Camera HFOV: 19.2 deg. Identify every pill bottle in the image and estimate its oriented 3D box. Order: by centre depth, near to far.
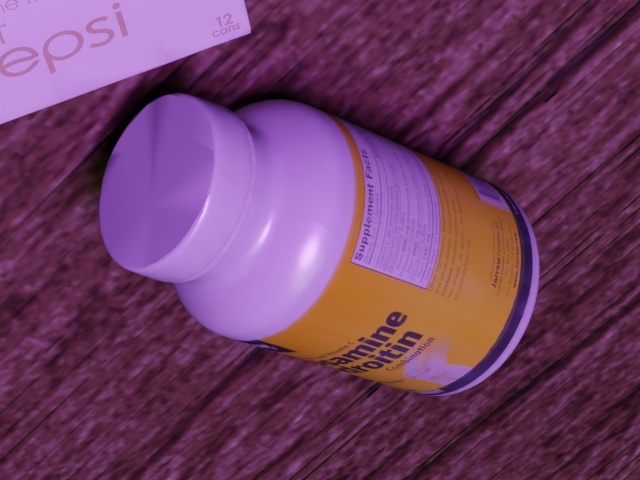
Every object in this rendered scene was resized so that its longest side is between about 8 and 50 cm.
[{"bbox_3d":[0.000,0.000,0.806,0.184,0.103,0.103,20,122,-40],"label":"pill bottle"}]

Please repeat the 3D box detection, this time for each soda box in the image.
[{"bbox_3d":[-0.139,-0.082,0.671,0.216,0.069,0.074,-20,139,-6],"label":"soda box"}]
